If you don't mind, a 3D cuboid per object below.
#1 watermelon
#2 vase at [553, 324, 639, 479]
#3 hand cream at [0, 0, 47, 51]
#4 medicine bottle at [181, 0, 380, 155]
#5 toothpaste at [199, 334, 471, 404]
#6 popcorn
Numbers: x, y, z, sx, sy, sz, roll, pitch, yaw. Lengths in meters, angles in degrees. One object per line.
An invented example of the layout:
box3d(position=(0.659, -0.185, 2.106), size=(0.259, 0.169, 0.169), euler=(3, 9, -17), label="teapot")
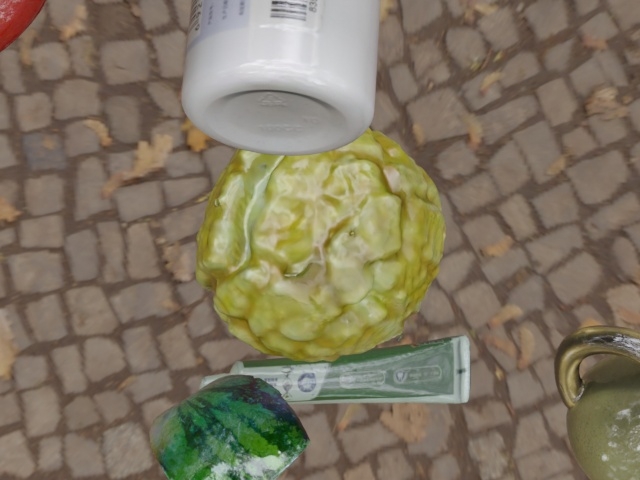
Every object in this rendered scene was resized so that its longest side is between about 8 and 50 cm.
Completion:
box3d(position=(-0.110, 0.223, 1.532), size=(0.146, 0.128, 0.231), euler=(-49, 52, 8), label="watermelon")
box3d(position=(0.500, 0.237, 1.953), size=(0.329, 0.302, 0.241), euler=(36, 51, -13), label="vase")
box3d(position=(-0.200, -0.174, 0.571), size=(0.193, 0.125, 0.193), euler=(0, 138, 0), label="hand cream")
box3d(position=(-0.017, -0.148, 0.704), size=(0.102, 0.103, 0.187), euler=(2, 70, 3), label="medicine bottle")
box3d(position=(0.025, 0.191, 1.812), size=(0.392, 0.061, 0.099), euler=(-2, 94, -15), label="toothpaste")
box3d(position=(-0.005, 0.003, 1.406), size=(0.282, 0.247, 0.282), euler=(0, 71, -1), label="popcorn")
